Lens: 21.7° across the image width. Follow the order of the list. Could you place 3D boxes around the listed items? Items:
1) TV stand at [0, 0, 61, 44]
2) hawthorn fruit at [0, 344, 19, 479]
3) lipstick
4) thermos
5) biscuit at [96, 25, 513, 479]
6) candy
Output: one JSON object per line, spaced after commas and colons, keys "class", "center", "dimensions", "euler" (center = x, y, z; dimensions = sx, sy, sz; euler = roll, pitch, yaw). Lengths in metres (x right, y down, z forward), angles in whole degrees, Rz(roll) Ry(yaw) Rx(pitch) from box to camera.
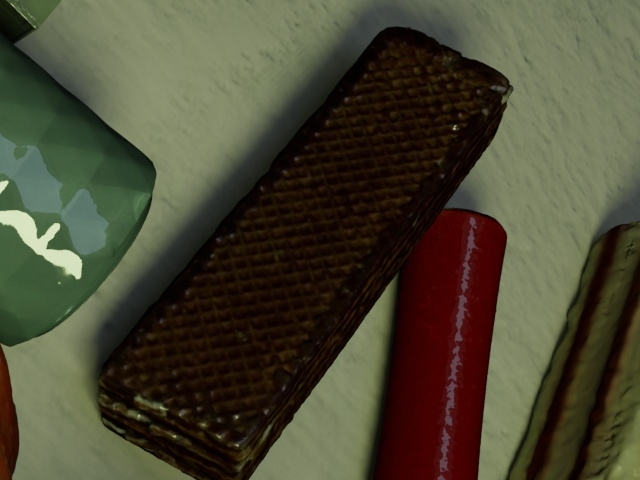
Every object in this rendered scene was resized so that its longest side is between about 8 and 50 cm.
{"class": "TV stand", "center": [-0.265, -0.241, 1.026], "dimensions": [0.269, 0.082, 0.088], "euler": [46, 57, -19]}
{"class": "hawthorn fruit", "center": [-0.264, 0.070, 0.855], "dimensions": [0.205, 0.205, 0.253], "euler": [-37, 116, -38]}
{"class": "lipstick", "center": [0.085, 0.096, 1.203], "dimensions": [0.080, 0.080, 0.241], "euler": [22, 66, -31]}
{"class": "thermos", "center": [-0.250, -0.063, 0.960], "dimensions": [0.286, 0.145, 0.182], "euler": [40, 87, -20]}
{"class": "biscuit", "center": [0.000, 0.000, 1.140], "dimensions": [0.107, 0.073, 0.388], "euler": [28, 55, 14]}
{"class": "candy", "center": [0.271, 0.143, 1.299], "dimensions": [0.179, 0.135, 0.321], "euler": [41, 57, -24]}
